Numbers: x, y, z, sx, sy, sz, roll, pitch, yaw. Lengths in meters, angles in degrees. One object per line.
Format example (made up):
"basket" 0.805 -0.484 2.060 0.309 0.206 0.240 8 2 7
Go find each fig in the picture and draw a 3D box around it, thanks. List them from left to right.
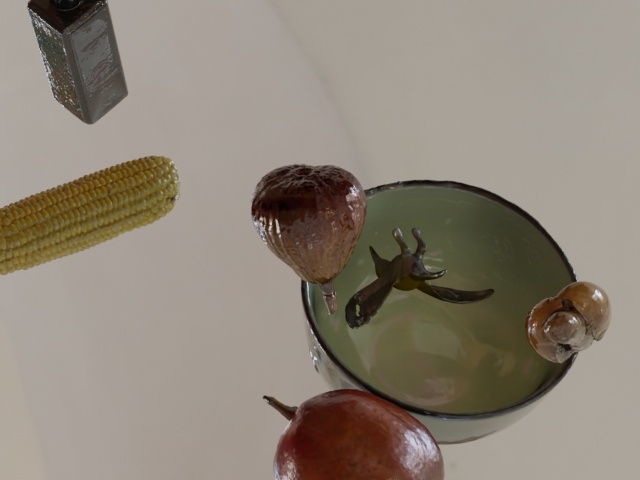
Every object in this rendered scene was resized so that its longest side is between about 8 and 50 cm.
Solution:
"fig" 0.005 -0.013 1.875 0.119 0.153 0.119 -34 -154 19

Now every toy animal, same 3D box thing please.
"toy animal" 0.106 0.029 2.289 0.155 0.219 0.095 59 -37 42

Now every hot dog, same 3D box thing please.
"hot dog" 0.243 0.080 1.801 0.089 0.140 0.060 -31 -113 -1

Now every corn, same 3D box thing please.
"corn" -0.276 -0.029 2.124 0.248 0.081 0.081 -22 -166 -18

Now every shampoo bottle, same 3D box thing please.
"shampoo bottle" -0.309 -0.253 2.367 0.080 0.079 0.246 -44 156 -20

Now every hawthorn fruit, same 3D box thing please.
"hawthorn fruit" 0.021 0.247 2.060 0.196 0.225 0.196 -45 177 -3

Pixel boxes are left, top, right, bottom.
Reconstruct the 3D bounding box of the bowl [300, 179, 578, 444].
"bowl" 0.137 0.115 2.314 0.185 0.353 0.354 103 1 -53
